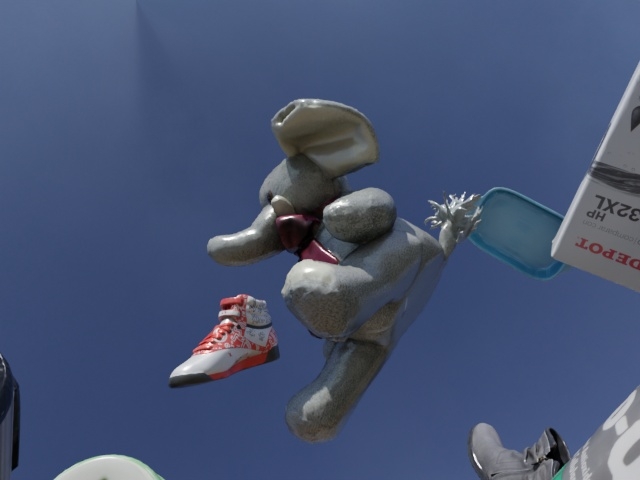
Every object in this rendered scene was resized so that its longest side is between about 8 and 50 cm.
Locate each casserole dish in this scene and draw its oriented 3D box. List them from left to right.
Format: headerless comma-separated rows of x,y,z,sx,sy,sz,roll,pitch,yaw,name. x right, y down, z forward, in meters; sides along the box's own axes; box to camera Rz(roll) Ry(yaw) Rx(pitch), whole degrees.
0.339,-0.013,0.842,0.037,0.188,0.114,-22,-39,-63,casserole dish

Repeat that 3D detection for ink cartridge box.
0.475,-0.079,0.650,0.129,0.223,0.307,-19,-50,-61,ink cartridge box

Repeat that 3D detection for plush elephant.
0.000,0.000,0.578,0.330,0.255,0.272,-44,-29,-29,plush elephant

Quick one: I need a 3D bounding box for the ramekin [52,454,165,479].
-0.431,0.584,0.991,0.303,0.303,0.148,-11,-40,-15,ramekin

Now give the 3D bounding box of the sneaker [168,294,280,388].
-0.190,0.185,0.961,0.270,0.090,0.145,-3,-102,-55,sneaker

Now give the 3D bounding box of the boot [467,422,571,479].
0.462,0.498,1.140,0.118,0.338,0.222,33,-70,-8,boot

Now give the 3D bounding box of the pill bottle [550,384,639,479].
0.312,0.140,0.305,0.204,0.204,0.361,14,-64,-25,pill bottle

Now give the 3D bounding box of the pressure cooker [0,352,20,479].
-0.730,0.392,0.839,0.376,0.370,0.420,7,-65,-22,pressure cooker
